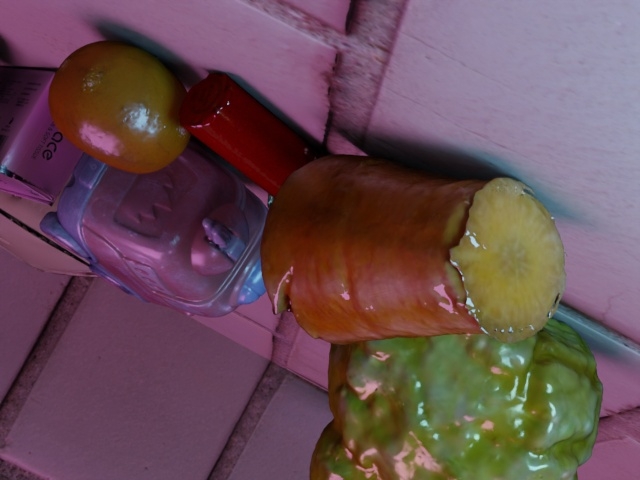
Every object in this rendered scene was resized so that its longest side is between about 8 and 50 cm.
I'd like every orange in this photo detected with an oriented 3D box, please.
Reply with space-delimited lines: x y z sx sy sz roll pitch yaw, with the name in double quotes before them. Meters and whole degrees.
"orange" -0.205 -0.141 1.679 0.156 0.124 0.156 27 -173 -4

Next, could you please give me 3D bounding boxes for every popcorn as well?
"popcorn" 0.150 0.191 1.862 0.334 0.292 0.293 4 145 40

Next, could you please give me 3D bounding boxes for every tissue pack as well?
"tissue pack" -0.385 -0.141 2.083 0.092 0.148 0.246 34 170 -29

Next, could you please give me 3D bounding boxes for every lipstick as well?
"lipstick" -0.031 -0.074 1.687 0.073 0.073 0.280 17 164 48

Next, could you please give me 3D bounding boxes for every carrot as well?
"carrot" 0.085 0.006 1.499 0.196 0.196 0.254 34 161 -27

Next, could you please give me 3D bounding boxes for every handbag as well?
"handbag" -0.474 -0.079 2.585 0.237 0.160 0.358 10 161 44

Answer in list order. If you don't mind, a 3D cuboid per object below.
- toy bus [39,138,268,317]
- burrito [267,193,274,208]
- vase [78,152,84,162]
"toy bus" -0.166 -0.017 1.918 0.232 0.197 0.294 28 169 26
"burrito" -0.002 0.001 2.024 0.229 0.063 0.058 55 -167 -52
"vase" -0.315 -0.126 2.169 0.149 0.081 0.081 25 170 45
